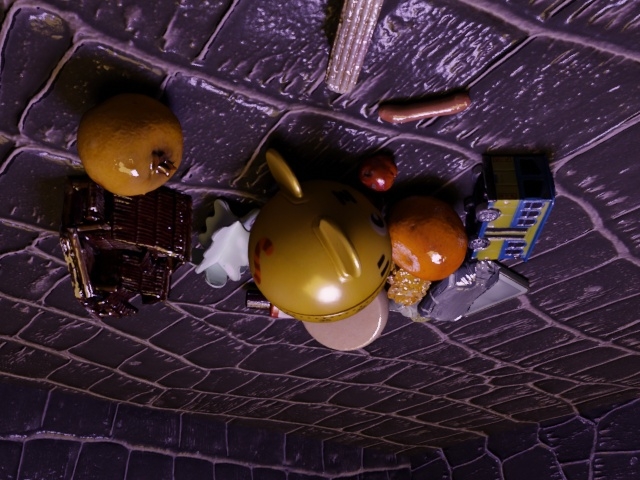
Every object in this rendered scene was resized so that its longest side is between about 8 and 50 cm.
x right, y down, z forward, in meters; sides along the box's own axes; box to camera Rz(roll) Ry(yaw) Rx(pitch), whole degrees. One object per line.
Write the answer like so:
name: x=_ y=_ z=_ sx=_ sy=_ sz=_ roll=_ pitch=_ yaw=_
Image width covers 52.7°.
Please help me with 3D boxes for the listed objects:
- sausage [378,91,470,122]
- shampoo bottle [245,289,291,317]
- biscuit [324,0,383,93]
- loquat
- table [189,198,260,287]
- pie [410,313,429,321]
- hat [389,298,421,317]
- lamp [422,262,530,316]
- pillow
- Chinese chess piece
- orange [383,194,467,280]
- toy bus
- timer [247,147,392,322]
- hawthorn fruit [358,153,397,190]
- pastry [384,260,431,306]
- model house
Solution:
sausage: x=0.211 y=-0.268 z=1.312 sx=0.187 sy=0.043 sz=0.043 roll=-7 pitch=148 yaw=12
shampoo bottle: x=-0.096 y=0.192 z=2.019 sx=0.278 sy=0.104 sz=0.104 roll=4 pitch=149 yaw=-8
biscuit: x=0.056 y=-0.365 z=1.084 sx=0.062 sy=0.108 sz=0.238 roll=11 pitch=149 yaw=-7
loquat: x=-0.377 y=-0.189 z=1.283 sx=0.208 sy=0.208 sz=0.208 roll=0 pitch=149 yaw=0
table: x=-0.239 y=0.001 z=1.663 sx=0.167 sy=0.166 sz=0.198 roll=13 pitch=139 yaw=-21
pie: x=0.350 y=0.259 z=2.217 sx=0.085 sy=0.017 sz=0.085 roll=0 pitch=148 yaw=0
hat: x=0.252 y=0.195 z=2.075 sx=0.166 sy=0.081 sz=0.122 roll=19 pitch=-173 yaw=-3
lamp: x=0.470 y=0.148 z=2.003 sx=0.269 sy=0.047 sz=0.267 roll=26 pitch=141 yaw=-36
pillow: x=0.398 y=0.149 z=1.882 sx=0.162 sy=0.092 sz=0.335 roll=2 pitch=145 yaw=-16
Chinese chess piece: x=0.068 y=0.192 z=1.892 sx=0.274 sy=0.102 sz=0.273 roll=5 pitch=107 yaw=16
orange: x=0.258 y=-0.008 z=1.588 sx=0.224 sy=0.170 sz=0.224 roll=38 pitch=155 yaw=22
toy bus: x=0.443 y=-0.070 z=1.550 sx=0.175 sy=0.138 sz=0.287 roll=-1 pitch=149 yaw=3
timer: x=0.000 y=0.000 z=1.477 sx=0.377 sy=0.376 sz=0.386 roll=-3 pitch=144 yaw=4
hawthorn fruit: x=0.128 y=-0.155 z=1.472 sx=0.093 sy=0.093 sz=0.093 roll=0 pitch=149 yaw=0
pastry: x=0.265 y=0.103 z=1.870 sx=0.154 sy=0.102 sz=0.250 roll=10 pitch=149 yaw=-5
model house: x=-0.454 y=0.023 z=1.576 sx=0.283 sy=0.316 sz=0.297 roll=-1 pitch=162 yaw=9
